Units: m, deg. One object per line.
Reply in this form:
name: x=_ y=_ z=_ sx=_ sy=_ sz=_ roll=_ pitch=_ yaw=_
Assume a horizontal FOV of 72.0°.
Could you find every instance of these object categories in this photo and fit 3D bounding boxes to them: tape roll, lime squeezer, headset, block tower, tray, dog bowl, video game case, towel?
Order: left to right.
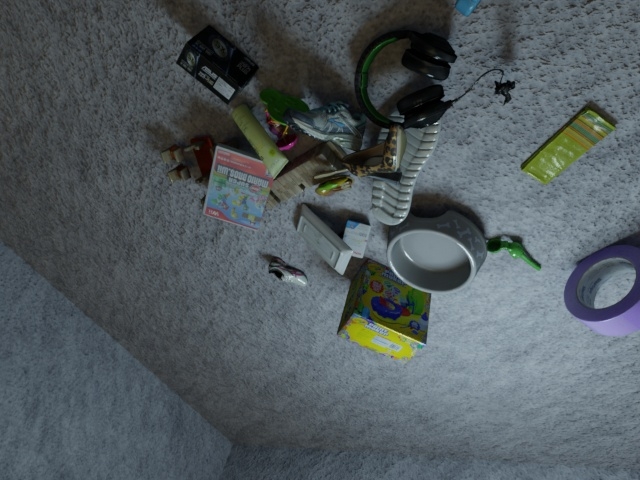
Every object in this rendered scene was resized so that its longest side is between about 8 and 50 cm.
video game case: x=-0.276 y=-0.172 z=1.488 sx=0.204 sy=0.025 sz=0.285 roll=18 pitch=128 yaw=-8
block tower: x=-0.072 y=-0.219 z=1.481 sx=0.335 sy=0.097 sz=0.091 roll=-25 pitch=121 yaw=35
tray: x=0.000 y=0.000 z=1.612 sx=0.270 sy=0.030 sz=0.145 roll=44 pitch=140 yaw=23
headset: x=0.285 y=-0.407 z=1.139 sx=0.394 sy=0.185 sz=0.243 roll=15 pitch=116 yaw=29
dog bowl: x=0.389 y=0.048 z=1.532 sx=0.349 sy=0.102 sz=0.348 roll=17 pitch=138 yaw=16
lime squeezer: x=0.620 y=0.032 z=1.516 sx=0.310 sy=0.059 sz=0.110 roll=13 pitch=168 yaw=7
towel: x=0.683 y=-0.255 z=1.228 sx=0.102 sy=0.021 sz=0.237 roll=30 pitch=135 yaw=-8
tape roll: x=0.903 y=0.151 z=1.357 sx=0.090 sy=0.275 sz=0.275 roll=34 pitch=134 yaw=-14

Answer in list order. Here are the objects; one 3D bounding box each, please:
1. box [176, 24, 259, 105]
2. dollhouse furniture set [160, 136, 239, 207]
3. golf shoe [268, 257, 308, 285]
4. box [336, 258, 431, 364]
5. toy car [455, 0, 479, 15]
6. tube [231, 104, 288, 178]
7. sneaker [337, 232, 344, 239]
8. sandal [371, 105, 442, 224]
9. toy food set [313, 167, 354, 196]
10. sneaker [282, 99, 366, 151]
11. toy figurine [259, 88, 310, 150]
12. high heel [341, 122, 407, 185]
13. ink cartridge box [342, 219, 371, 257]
box: x=-0.288 y=-0.498 z=1.252 sx=0.180 sy=0.147 sz=0.077 roll=38 pitch=133 yaw=-16
dollhouse furniture set: x=-0.392 y=-0.243 z=1.576 sx=0.262 sy=0.135 sz=0.259 roll=0 pitch=121 yaw=20
golf shoe: x=-0.140 y=0.152 z=1.868 sx=0.186 sy=0.086 sz=0.067 roll=30 pitch=133 yaw=-12
box: x=0.251 y=0.272 z=1.704 sx=0.290 sy=0.279 sz=0.177 roll=24 pitch=136 yaw=-4
toy car: x=0.310 y=-0.646 z=0.906 sx=0.219 sy=0.210 sz=0.238 roll=40 pitch=106 yaw=-1
tube: x=-0.189 y=-0.314 z=1.375 sx=0.240 sy=0.062 sz=0.070 roll=55 pitch=174 yaw=7
sneaker: x=0.058 y=0.005 z=1.673 sx=0.152 sy=0.058 sz=0.084 roll=6 pitch=137 yaw=12
sandal: x=0.247 y=-0.245 z=1.341 sx=0.169 sy=0.102 sz=0.416 roll=26 pitch=124 yaw=15
toy food set: x=0.048 y=-0.172 z=1.430 sx=0.132 sy=0.038 sz=0.192 roll=-13 pitch=166 yaw=4
sneaker: x=0.017 y=-0.347 z=1.257 sx=0.283 sy=0.110 sz=0.122 roll=5 pitch=110 yaw=-42
toy figurine: x=-0.125 y=-0.358 z=1.369 sx=0.173 sy=0.130 sz=0.159 roll=39 pitch=147 yaw=12
high heel: x=0.137 y=-0.248 z=1.217 sx=0.186 sy=0.093 sz=0.261 roll=19 pitch=159 yaw=14
ink cartridge box: x=0.125 y=-0.006 z=1.597 sx=0.088 sy=0.052 sz=0.122 roll=15 pitch=97 yaw=2
